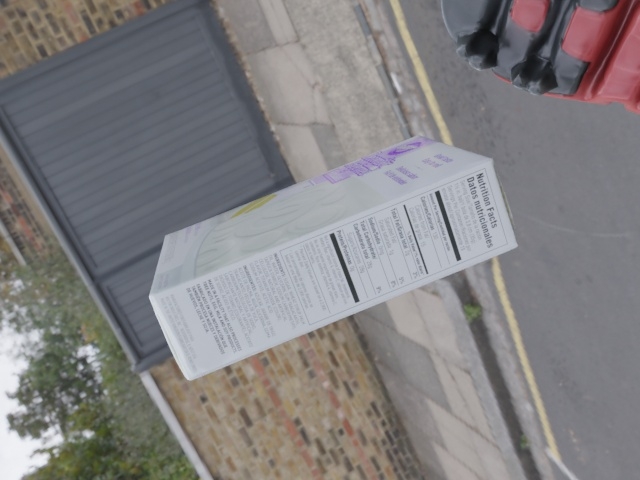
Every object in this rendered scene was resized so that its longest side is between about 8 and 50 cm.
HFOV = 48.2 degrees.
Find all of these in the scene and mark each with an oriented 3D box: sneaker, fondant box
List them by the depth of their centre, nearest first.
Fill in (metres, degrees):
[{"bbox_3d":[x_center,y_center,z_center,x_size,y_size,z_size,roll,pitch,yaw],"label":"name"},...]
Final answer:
[{"bbox_3d":[0.200,-0.093,0.336,0.276,0.135,0.097,33,146,15],"label":"sneaker"},{"bbox_3d":[0.000,0.000,0.747,0.238,0.330,0.096,-123,13,-74],"label":"fondant box"}]
